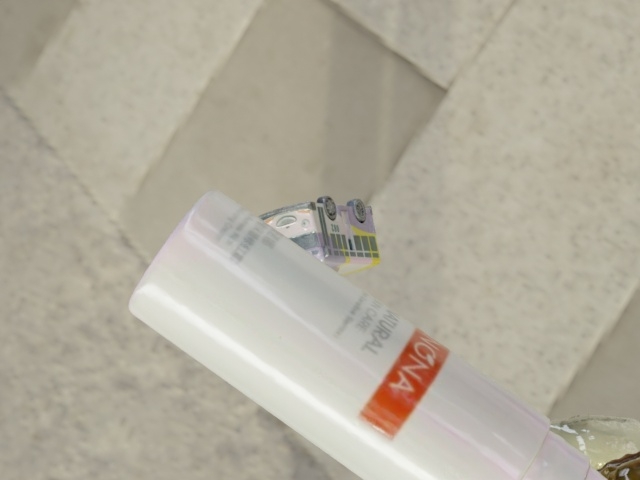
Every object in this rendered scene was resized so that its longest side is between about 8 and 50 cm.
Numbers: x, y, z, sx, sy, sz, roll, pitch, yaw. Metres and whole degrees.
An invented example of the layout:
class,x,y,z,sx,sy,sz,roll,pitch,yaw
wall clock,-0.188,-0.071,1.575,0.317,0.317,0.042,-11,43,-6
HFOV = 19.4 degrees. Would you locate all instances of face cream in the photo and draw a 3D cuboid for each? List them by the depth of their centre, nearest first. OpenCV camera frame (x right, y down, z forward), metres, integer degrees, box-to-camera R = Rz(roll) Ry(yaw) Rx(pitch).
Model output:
class,x,y,z,sx,sy,sz,roll,pitch,yaw
face cream,0.046,0.103,1.170,0.102,0.346,0.102,-56,-1,-1

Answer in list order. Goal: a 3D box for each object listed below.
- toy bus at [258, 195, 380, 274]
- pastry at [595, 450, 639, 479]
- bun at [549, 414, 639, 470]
class,x,y,z,sx,sy,sz,roll,pitch,yaw
toy bus,0.000,0.000,1.402,0.052,0.102,0.058,-16,81,27
pastry,0.273,0.249,1.268,0.132,0.235,0.240,105,165,-73
bun,0.231,0.237,1.726,0.183,0.183,0.102,-34,53,30
